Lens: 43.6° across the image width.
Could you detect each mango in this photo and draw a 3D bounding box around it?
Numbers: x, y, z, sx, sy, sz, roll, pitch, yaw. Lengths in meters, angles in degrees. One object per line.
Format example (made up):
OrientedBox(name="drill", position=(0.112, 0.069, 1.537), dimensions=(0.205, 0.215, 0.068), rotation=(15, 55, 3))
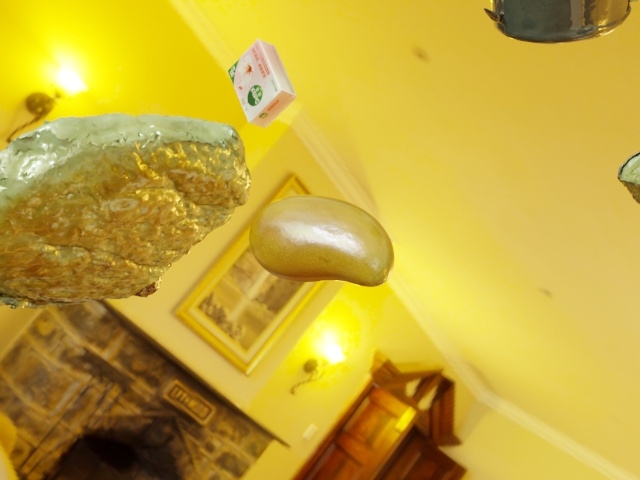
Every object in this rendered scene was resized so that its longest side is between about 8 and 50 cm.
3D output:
OrientedBox(name="mango", position=(0.000, 0.000, 0.864), dimensions=(0.184, 0.102, 0.085), rotation=(10, -24, 39))

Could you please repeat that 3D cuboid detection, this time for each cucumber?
OrientedBox(name="cucumber", position=(0.524, -0.050, 1.178), dimensions=(0.211, 0.062, 0.078), rotation=(37, -1, -32))

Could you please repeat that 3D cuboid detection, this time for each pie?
OrientedBox(name="pie", position=(-0.323, -0.051, 1.172), dimensions=(0.418, 0.395, 0.180), rotation=(-42, -119, 40))

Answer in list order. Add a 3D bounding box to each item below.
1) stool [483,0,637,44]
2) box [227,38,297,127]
OrientedBox(name="stool", position=(0.281, -0.316, 0.901), dimensions=(0.153, 0.228, 0.139), rotation=(21, -44, 37))
OrientedBox(name="box", position=(-0.100, -0.269, 1.370), dimensions=(0.043, 0.089, 0.125), rotation=(11, 47, -48))
